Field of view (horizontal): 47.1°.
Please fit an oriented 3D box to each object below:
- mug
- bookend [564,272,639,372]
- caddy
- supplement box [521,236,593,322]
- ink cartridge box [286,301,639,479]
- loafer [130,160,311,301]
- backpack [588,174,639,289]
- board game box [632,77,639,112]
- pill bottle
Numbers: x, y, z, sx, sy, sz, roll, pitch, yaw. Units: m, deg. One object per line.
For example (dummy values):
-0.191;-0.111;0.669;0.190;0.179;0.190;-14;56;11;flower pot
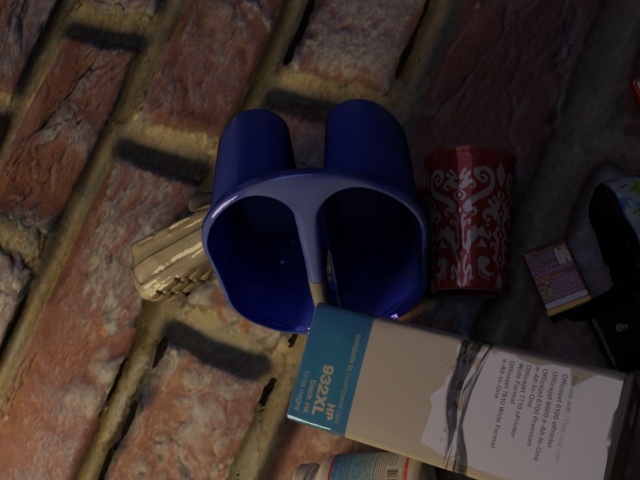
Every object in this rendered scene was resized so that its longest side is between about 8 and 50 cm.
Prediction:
0.177;-0.015;0.907;0.113;0.150;0.169;5;77;-11;mug
0.359;0.110;0.743;0.157;0.072;0.156;-41;58;42;bookend
0.000;0.000;0.841;0.241;0.341;0.179;-4;57;5;caddy
0.277;0.047;0.856;0.055;0.043;0.083;-24;66;17;supplement box
0.157;0.173;0.768;0.307;0.223;0.129;11;79;28;ink cartridge box
-0.146;-0.028;1.045;0.319;0.112;0.111;-31;71;14;loafer
0.351;-0.013;0.809;0.084;0.105;0.114;-15;64;-4;backpack
0.509;-0.075;0.772;0.242;0.064;0.316;-20;66;18;board game box
0.051;0.293;0.859;0.160;0.087;0.087;-9;70;23;pill bottle
